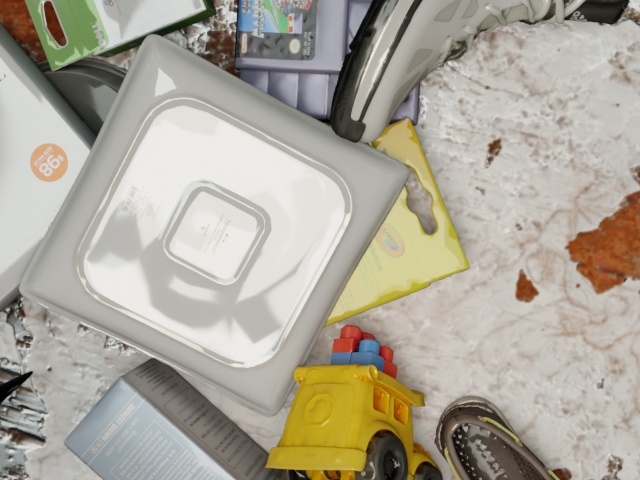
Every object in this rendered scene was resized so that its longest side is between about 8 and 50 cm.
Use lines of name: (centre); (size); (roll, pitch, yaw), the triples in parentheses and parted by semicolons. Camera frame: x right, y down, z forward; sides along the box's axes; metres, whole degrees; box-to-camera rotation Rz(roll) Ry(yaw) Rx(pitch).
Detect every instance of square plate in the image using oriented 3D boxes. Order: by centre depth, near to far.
square plate: (-0.123, -0.008, 1.626); (0.344, 0.049, 0.347); (27, 99, -8)

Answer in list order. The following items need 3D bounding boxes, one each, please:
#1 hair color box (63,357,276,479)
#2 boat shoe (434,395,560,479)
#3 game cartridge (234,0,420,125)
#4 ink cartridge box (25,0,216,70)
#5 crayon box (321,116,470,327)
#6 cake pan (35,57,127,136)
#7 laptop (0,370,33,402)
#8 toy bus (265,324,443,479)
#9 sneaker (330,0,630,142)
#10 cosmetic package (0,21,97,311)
hair color box: (-0.113, 0.311, 1.693); (0.374, 0.185, 0.113); (41, 97, 3)
boat shoe: (0.256, 0.331, 1.692); (0.116, 0.097, 0.324); (-38, 89, 8)
game cartridge: (0.015, -0.321, 1.701); (0.230, 0.068, 0.355); (3, 94, 3)
ink cartridge box: (-0.246, -0.292, 1.731); (0.209, 0.062, 0.109); (-21, 91, 8)
crayon box: (0.000, 0.000, 1.709); (0.318, 0.081, 0.202); (-21, 92, 8)
cake pan: (-0.315, -0.083, 1.759); (0.293, 0.054, 0.293); (0, 94, 7)
laptop: (-0.523, 0.213, 1.714); (0.264, 0.234, 0.136); (12, 94, 7)
toy bus: (0.058, 0.217, 1.681); (0.149, 0.220, 0.211); (-7, 62, 36)
sneaker: (0.208, -0.267, 1.590); (0.257, 0.169, 0.447); (30, 88, -7)
cosmetic package: (-0.452, -0.048, 1.705); (0.377, 0.097, 0.284); (-41, 91, 8)
